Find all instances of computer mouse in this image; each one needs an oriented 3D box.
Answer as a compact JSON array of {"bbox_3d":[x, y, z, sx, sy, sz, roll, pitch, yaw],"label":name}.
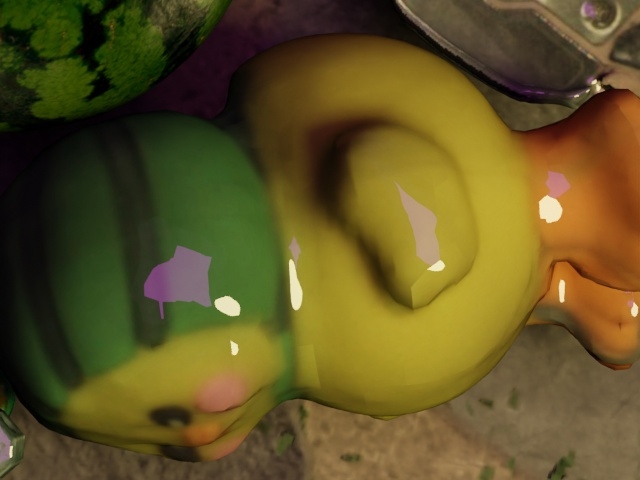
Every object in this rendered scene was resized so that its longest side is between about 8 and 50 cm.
[{"bbox_3d":[0.101,-0.199,0.975,0.199,0.115,0.389,-43,70,-1],"label":"computer mouse"}]

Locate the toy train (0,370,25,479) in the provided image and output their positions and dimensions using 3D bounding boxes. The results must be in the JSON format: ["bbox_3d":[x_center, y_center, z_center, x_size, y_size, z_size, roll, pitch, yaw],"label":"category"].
[{"bbox_3d":[-0.237,0.077,0.872,0.136,0.091,0.227,-41,90,-4],"label":"toy train"}]

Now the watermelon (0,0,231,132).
[{"bbox_3d":[-0.173,-0.191,0.837,0.285,0.285,0.285,2,80,-11],"label":"watermelon"}]

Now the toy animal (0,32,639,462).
[{"bbox_3d":[-0.002,-0.002,0.877,0.338,0.216,0.191,-12,66,-6],"label":"toy animal"}]
